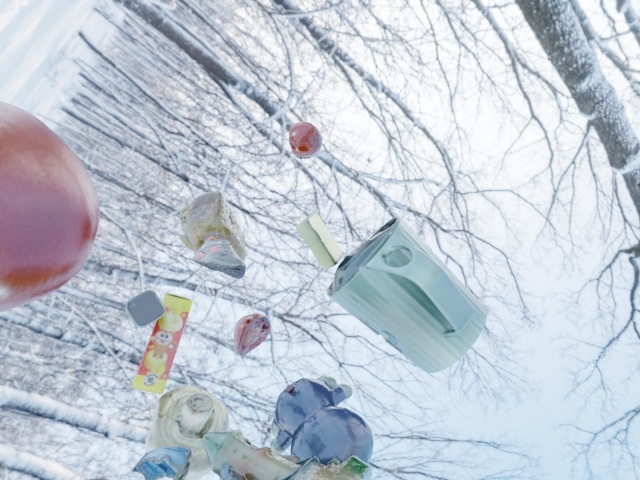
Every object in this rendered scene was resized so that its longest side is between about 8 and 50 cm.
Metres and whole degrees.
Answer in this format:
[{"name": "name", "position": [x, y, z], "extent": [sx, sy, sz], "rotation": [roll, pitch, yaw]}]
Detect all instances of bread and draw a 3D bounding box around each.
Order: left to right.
[{"name": "bread", "position": [-0.358, -0.016, 1.378], "extent": [0.176, 0.247, 0.196], "rotation": [-19, -139, 3]}]

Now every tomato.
[{"name": "tomato", "position": [-0.424, -0.055, 0.489], "extent": [0.299, 0.298, 0.227], "rotation": [-125, -137, -54]}, {"name": "tomato", "position": [-0.259, 0.323, 1.514], "extent": [0.082, 0.166, 0.174], "rotation": [33, -47, 26]}, {"name": "tomato", "position": [-0.044, -0.374, 1.548], "extent": [0.091, 0.159, 0.139], "rotation": [3, -87, 32]}]

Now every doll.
[{"name": "doll", "position": [0.003, 0.424, 0.924], "extent": [0.228, 0.154, 0.258], "rotation": [-34, -134, -16]}]

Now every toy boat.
[{"name": "toy boat", "position": [-0.356, 0.523, 0.945], "extent": [0.185, 0.075, 0.077], "rotation": [-24, -158, 29]}]

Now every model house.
[{"name": "model house", "position": [-0.099, 0.478, 0.681], "extent": [0.279, 0.245, 0.313], "rotation": [14, -84, 24]}]

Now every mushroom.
[{"name": "mushroom", "position": [-0.367, 0.529, 1.188], "extent": [0.260, 0.253, 0.234], "rotation": [49, -60, 19]}]

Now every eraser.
[{"name": "eraser", "position": [0.000, 0.000, 1.336], "extent": [0.058, 0.172, 0.117], "rotation": [-30, -171, 23]}]

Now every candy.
[{"name": "candy", "position": [-0.466, 0.308, 1.233], "extent": [0.146, 0.087, 0.276], "rotation": [137, -31, -63]}]

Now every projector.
[{"name": "projector", "position": [-0.474, 0.186, 1.119], "extent": [0.083, 0.083, 0.082], "rotation": [-32, -178, -29]}]

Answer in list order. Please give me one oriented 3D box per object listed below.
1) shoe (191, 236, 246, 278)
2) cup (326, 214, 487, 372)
[{"name": "shoe", "position": [-0.227, 0.033, 0.955], "extent": [0.194, 0.074, 0.077], "rotation": [8, -111, 49]}, {"name": "cup", "position": [0.237, 0.162, 1.163], "extent": [0.310, 0.392, 0.401], "rotation": [-48, 180, 15]}]
